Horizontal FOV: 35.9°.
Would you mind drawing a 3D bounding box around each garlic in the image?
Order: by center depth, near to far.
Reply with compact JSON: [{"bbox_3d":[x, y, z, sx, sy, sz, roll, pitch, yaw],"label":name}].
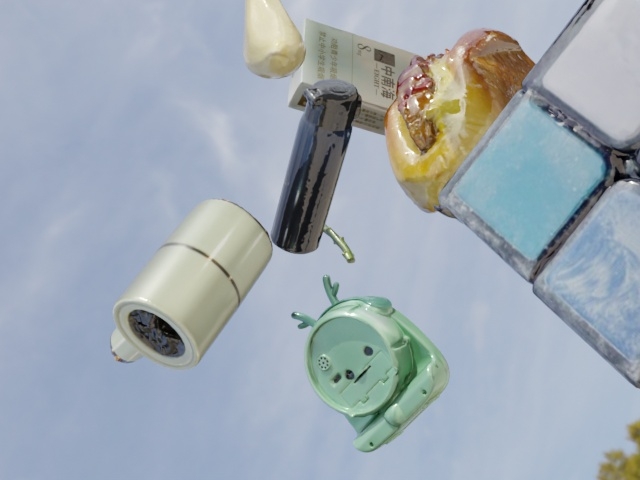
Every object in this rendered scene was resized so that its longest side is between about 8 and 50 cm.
[{"bbox_3d":[-0.035,-0.141,0.682,0.041,0.083,0.053,-13,-34,-7],"label":"garlic"}]

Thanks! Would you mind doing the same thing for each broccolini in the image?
[{"bbox_3d":[0.000,-0.008,1.489,0.054,0.194,0.052,-2,-78,-25],"label":"broccolini"}]

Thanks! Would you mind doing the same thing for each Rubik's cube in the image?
[{"bbox_3d":[0.376,-0.041,1.043,0.316,0.313,0.318,17,-66,-50],"label":"Rubik's cube"}]

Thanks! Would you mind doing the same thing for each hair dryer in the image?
[{"bbox_3d":[-0.217,0.100,1.351,0.128,0.362,0.203,40,-129,-9],"label":"hair dryer"}]

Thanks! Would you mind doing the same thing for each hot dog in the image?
[{"bbox_3d":[0.229,-0.185,1.461,0.405,0.185,0.223,-18,-101,-61],"label":"hot dog"}]

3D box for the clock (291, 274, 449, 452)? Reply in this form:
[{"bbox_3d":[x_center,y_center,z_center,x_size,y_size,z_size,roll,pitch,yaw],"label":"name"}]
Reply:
[{"bbox_3d":[0.046,0.146,1.232,0.159,0.211,0.066,-52,-19,27],"label":"clock"}]

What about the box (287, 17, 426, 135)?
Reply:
[{"bbox_3d":[0.072,-0.259,1.622,0.067,0.243,0.155,126,154,-51],"label":"box"}]

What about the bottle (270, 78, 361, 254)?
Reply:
[{"bbox_3d":[-0.005,-0.097,1.317,0.082,0.072,0.244,-5,-52,-27],"label":"bottle"}]
